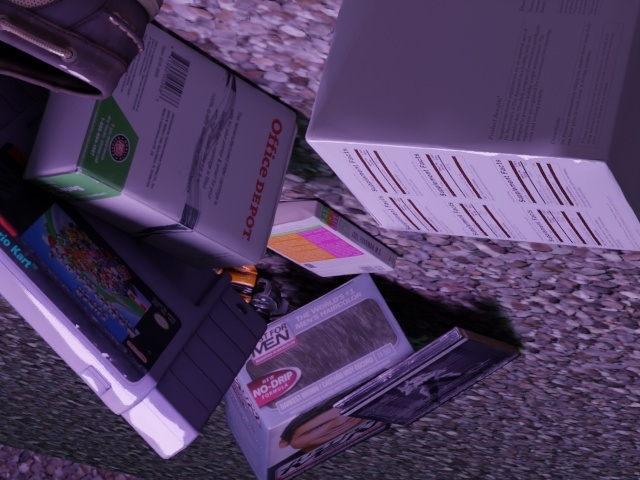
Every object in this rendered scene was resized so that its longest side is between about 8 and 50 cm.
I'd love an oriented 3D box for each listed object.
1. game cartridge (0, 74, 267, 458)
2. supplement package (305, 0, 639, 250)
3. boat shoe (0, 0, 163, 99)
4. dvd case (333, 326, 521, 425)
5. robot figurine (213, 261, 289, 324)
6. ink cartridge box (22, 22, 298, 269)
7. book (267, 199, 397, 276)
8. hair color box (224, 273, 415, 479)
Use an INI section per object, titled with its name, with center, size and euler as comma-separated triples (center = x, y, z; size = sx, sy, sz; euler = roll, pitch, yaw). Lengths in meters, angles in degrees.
[game cartridge]
center = -0.204, 0.004, 1.572
size = 0.068, 0.230, 0.355
euler = -40, 98, 21
[supplement package]
center = 0.128, -0.113, 1.210
size = 0.203, 0.194, 0.149
euler = 6, 159, 26
[boat shoe]
center = -0.303, -0.184, 1.422
size = 0.355, 0.130, 0.132
euler = 8, 160, 18
[dvd case]
center = 0.123, 0.155, 2.049
size = 0.164, 0.018, 0.221
euler = -34, 161, 15
[robot figurine]
center = -0.150, 0.045, 2.051
size = 0.211, 0.085, 0.291
euler = 18, 162, -12
[ink cartridge box]
center = -0.132, -0.081, 1.564
size = 0.087, 0.153, 0.208
euler = -6, 152, 46
[book]
center = 0.000, 0.000, 1.893
size = 0.096, 0.035, 0.144
euler = -5, 154, 37
[hair color box]
center = -0.009, 0.176, 2.145
size = 0.185, 0.114, 0.374
euler = -27, 164, -10
